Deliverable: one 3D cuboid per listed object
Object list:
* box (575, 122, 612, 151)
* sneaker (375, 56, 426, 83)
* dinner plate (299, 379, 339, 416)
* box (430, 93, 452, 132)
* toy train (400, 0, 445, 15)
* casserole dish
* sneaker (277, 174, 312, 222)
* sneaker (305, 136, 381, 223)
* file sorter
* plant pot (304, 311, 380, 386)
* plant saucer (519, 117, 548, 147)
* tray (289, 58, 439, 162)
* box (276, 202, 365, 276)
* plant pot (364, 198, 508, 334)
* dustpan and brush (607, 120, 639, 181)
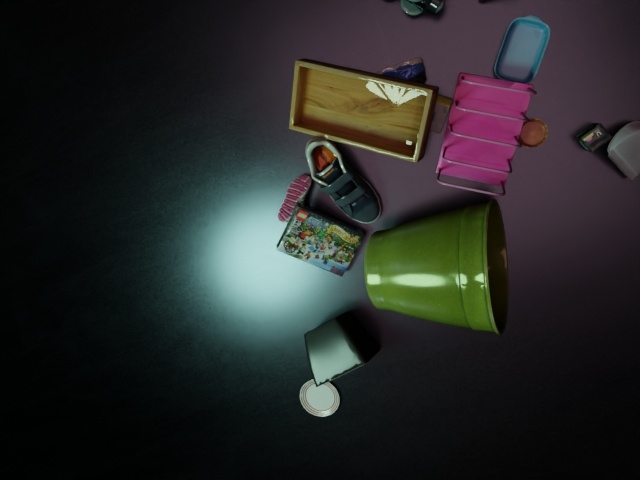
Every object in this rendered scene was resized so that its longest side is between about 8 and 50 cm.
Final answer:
[{"bbox_3d":[0.740,-0.280,1.455,0.062,0.083,0.052,-39,91,19],"label":"box"},{"bbox_3d":[0.230,-0.464,1.552,0.152,0.058,0.084,-16,90,10],"label":"sneaker"},{"bbox_3d":[-0.002,0.544,1.861,0.141,0.017,0.141,3,104,13],"label":"dinner plate"},{"bbox_3d":[0.276,-0.385,1.543,0.179,0.043,0.105,19,143,7],"label":"box"},{"bbox_3d":[0.220,-0.762,1.454,0.334,0.142,0.190,36,96,6],"label":"toy train"},{"bbox_3d":[0.552,-0.517,1.473,0.114,0.037,0.188,19,106,9],"label":"casserole dish"},{"bbox_3d":[-0.074,-0.126,1.706,0.063,0.075,0.170,24,85,26],"label":"sneaker"},{"bbox_3d":[0.061,-0.175,1.627,0.126,0.127,0.321,-39,93,17],"label":"sneaker"},{"bbox_3d":[0.443,-0.286,1.457,0.202,0.182,0.290,13,113,10],"label":"file sorter"},{"bbox_3d":[0.056,0.336,1.724,0.188,0.188,0.166,-30,81,18],"label":"plant pot"},{"bbox_3d":[0.601,-0.305,1.521,0.084,0.013,0.083,3,104,14],"label":"plant saucer"},{"bbox_3d":[0.113,-0.377,1.535,0.411,0.076,0.202,19,120,20],"label":"tray"},{"bbox_3d":[0.000,0.000,1.678,0.233,0.044,0.159,22,109,-16],"label":"box"},{"bbox_3d":[0.326,0.081,1.526,0.353,0.366,0.366,-4,102,26],"label":"plant pot"},{"bbox_3d":[0.856,-0.283,1.432,0.147,0.060,0.211,32,104,-29],"label":"dustpan and brush"}]
